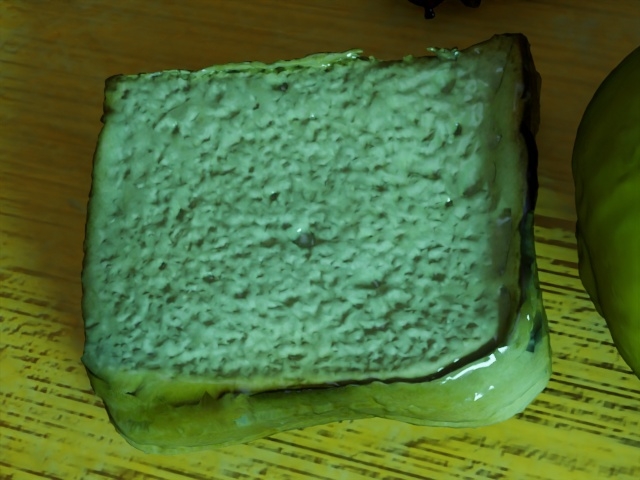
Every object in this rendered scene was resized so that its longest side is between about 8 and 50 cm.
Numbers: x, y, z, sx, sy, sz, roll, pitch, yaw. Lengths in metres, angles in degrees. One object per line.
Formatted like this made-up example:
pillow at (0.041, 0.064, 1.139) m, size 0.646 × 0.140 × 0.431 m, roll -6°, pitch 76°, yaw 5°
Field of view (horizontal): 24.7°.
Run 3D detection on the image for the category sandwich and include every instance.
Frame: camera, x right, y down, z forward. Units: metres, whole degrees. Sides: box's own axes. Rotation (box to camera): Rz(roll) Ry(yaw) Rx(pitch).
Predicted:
sandwich at (0.000, 0.000, 0.798) m, size 0.251 × 0.087 × 0.226 m, roll -7°, pitch 59°, yaw 12°

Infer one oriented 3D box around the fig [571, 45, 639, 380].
fig at (0.236, -0.013, 0.691) m, size 0.230 × 0.207 × 0.207 m, roll -13°, pitch 59°, yaw -2°

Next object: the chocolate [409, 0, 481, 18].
chocolate at (0.079, -0.206, 0.885) m, size 0.133 × 0.156 × 0.156 m, roll -45°, pitch 57°, yaw 20°
